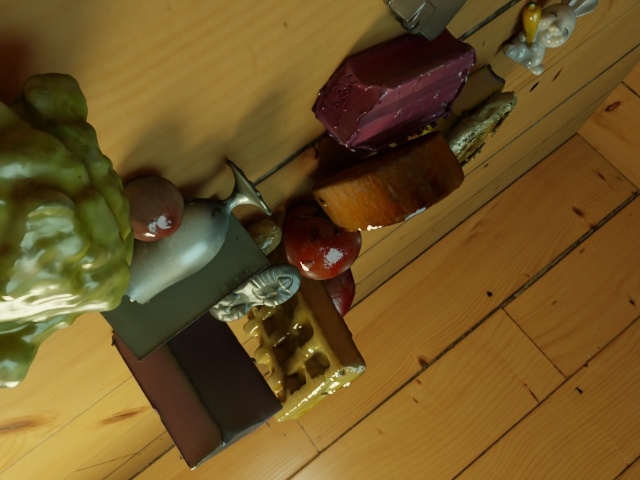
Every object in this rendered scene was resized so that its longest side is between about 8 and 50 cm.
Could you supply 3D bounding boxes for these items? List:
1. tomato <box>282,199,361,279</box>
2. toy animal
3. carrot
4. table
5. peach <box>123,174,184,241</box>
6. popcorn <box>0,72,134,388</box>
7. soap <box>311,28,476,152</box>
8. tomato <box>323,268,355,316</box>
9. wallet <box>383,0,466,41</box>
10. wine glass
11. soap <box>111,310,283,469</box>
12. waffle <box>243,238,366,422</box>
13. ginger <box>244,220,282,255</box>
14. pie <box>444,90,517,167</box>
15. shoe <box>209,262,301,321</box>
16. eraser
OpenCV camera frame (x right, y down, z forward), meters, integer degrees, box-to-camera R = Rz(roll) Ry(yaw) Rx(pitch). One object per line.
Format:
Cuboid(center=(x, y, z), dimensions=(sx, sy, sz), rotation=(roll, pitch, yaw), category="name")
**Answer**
Cuboid(center=(0.000, 0.000, 0.963), dimensions=(0.167, 0.167, 0.167), rotation=(-36, 164, -12), category="tomato")
Cuboid(center=(0.451, -0.437, 0.952), dimensions=(0.181, 0.131, 0.127), rotation=(-46, -163, 49), category="toy animal")
Cuboid(center=(0.117, -0.112, 0.867), dimensions=(0.259, 0.100, 0.307), rotation=(-18, -167, 14), category="carrot")
Cuboid(center=(-0.211, 0.059, 0.763), dimensions=(0.240, 0.121, 0.111), rotation=(-37, -176, -7), category="table")
Cuboid(center=(-0.204, -0.036, 0.580), dimensions=(0.083, 0.083, 0.083), rotation=(-36, 164, -12), category="peach")
Cuboid(center=(-0.255, -0.011, 0.349), dimensions=(0.254, 0.195, 0.256), rotation=(-53, 162, 13), category="popcorn")
Cuboid(center=(0.110, -0.218, 0.735), dimensions=(0.250, 0.099, 0.162), rotation=(-31, 163, -28), category="soap")
Cuboid(center=(-0.005, 0.121, 1.223), dimensions=(0.208, 0.185, 0.207), rotation=(24, 90, -82), category="tomato")
Cuboid(center=(0.144, -0.326, 0.622), dimensions=(0.118, 0.038, 0.153), rotation=(-48, 159, 22), category="wallet")
Cuboid(center=(-0.180, -0.012, 0.664), dimensions=(0.222, 0.103, 0.103), rotation=(-37, 164, -6), category="wine glass")
Cuboid(center=(-0.232, 0.268, 0.970), dimensions=(0.107, 0.296, 0.285), rotation=(-41, 163, 7), category="soap")
Cuboid(center=(-0.065, 0.194, 1.077), dimensions=(0.078, 0.348, 0.304), rotation=(-6, 147, -39), category="waffle")
Cuboid(center=(-0.196, 0.055, 0.876), dimensions=(0.299, 0.065, 0.118), rotation=(-33, 167, -15), category="ginger")
Cuboid(center=(0.312, -0.212, 1.039), dimensions=(0.274, 0.055, 0.274), rotation=(-38, 168, -9), category="pie")
Cuboid(center=(-0.112, 0.070, 0.831), dimensions=(0.169, 0.071, 0.099), rotation=(-25, -154, 12), category="shoe")
Cuboid(center=(0.306, -0.268, 1.093), dimensions=(0.158, 0.069, 0.226), rotation=(-36, 164, -16), category="eraser")
